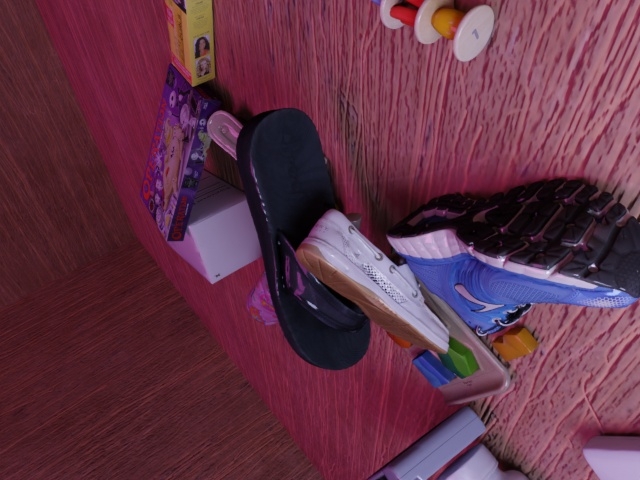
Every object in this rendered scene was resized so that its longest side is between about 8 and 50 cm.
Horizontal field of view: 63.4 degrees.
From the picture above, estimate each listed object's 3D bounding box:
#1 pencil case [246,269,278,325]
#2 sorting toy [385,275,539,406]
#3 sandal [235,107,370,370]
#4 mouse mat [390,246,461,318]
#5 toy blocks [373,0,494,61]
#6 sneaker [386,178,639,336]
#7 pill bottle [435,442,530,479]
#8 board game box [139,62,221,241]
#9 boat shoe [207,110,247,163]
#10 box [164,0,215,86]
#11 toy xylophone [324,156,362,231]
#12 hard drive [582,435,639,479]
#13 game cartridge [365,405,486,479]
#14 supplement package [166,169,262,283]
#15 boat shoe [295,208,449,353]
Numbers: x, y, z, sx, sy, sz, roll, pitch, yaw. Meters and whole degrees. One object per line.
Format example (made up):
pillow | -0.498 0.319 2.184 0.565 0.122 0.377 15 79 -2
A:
pencil case | -0.107 0.127 1.280 0.124 0.124 0.284 55 155 8
sorting toy | 0.187 0.145 0.803 0.229 0.041 0.307 53 156 12
sandal | 0.001 0.029 0.760 0.107 0.167 0.445 11 130 44
mouse mat | 0.166 0.092 0.838 0.153 0.007 0.189 40 152 35
toy blocks | 0.098 -0.256 0.498 0.148 0.054 0.123 42 152 34
sneaker | 0.208 0.028 0.566 0.147 0.130 0.330 57 165 -14
pill bottle | 0.313 0.473 0.829 0.272 0.152 0.152 50 155 20
board game box | -0.327 -0.196 1.173 0.208 0.056 0.346 50 128 43
boat shoe | -0.127 -0.165 1.042 0.233 0.084 0.079 50 -166 2
box | -0.246 -0.409 0.973 0.087 0.058 0.232 50 155 17
toy xylophone | 0.000 0.000 0.946 0.236 0.081 0.322 22 137 31
hard drive | 0.437 0.287 0.504 0.203 0.040 0.307 55 156 7
game cartridge | 0.178 0.389 0.930 0.062 0.198 0.297 49 154 20
supplement package | -0.300 -0.048 1.361 0.293 0.175 0.177 30 142 47
boat shoe | 0.095 0.059 0.713 0.277 0.096 0.098 40 159 -26
